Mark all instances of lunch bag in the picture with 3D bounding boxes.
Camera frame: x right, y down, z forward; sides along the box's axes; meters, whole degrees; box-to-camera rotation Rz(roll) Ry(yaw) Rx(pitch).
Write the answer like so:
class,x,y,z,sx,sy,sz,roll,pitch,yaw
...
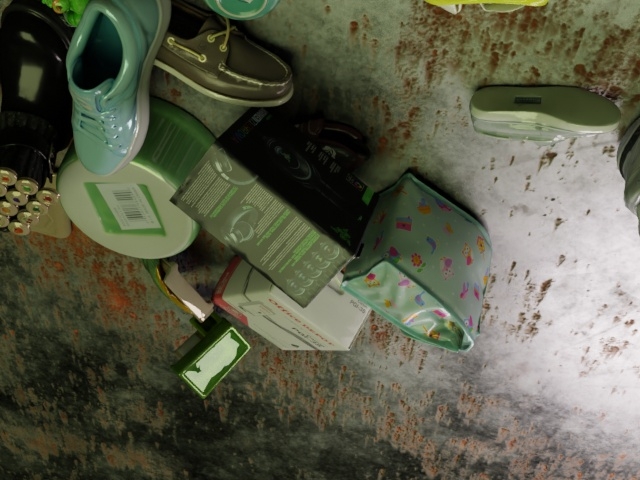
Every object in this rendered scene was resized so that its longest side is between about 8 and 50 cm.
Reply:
class,x,y,z,sx,sy,sz,roll,pitch,yaw
lunch bag,0.190,0.049,1.529,0.262,0.223,0.160,35,140,-21

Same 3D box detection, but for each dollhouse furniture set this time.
class,x,y,z,sx,sy,sz,roll,pitch,yaw
dollhouse furniture set,-0.314,0.153,1.788,0.197,0.151,0.301,32,162,50

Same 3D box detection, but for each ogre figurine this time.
class,x,y,z,sx,sy,sz,roll,pitch,yaw
ogre figurine,-0.389,-0.401,1.327,0.118,0.097,0.197,44,136,30

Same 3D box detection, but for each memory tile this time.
class,x,y,z,sx,sy,sz,roll,pitch,yaw
memory tile,-0.511,-0.062,1.425,0.113,0.012,0.148,29,134,-29

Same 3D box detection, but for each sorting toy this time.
class,x,y,z,sx,sy,sz,roll,pitch,yaw
sorting toy,-0.625,-0.096,1.787,0.208,0.038,0.193,11,138,0

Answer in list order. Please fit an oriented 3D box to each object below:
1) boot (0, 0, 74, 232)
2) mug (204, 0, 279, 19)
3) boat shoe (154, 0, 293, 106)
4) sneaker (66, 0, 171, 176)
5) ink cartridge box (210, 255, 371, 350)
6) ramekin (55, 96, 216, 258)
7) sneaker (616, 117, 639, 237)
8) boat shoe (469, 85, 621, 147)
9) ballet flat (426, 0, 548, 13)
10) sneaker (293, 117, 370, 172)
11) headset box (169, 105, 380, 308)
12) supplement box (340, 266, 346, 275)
class,x,y,z,sx,sy,sz,roll,pitch,yaw
boot,-0.510,-0.204,1.464,0.131,0.260,0.348,12,138,4
mug,-0.128,-0.382,1.244,0.158,0.097,0.129,-5,148,3
boat shoe,-0.189,-0.312,1.358,0.324,0.116,0.096,24,139,3
sneaker,-0.342,-0.234,1.311,0.135,0.150,0.365,29,128,10
ink cartridge box,-0.061,0.116,1.688,0.207,0.117,0.283,38,158,-20
ramekin,-0.336,-0.105,1.594,0.304,0.148,0.303,9,137,9
sneaker,0.540,-0.157,1.207,0.137,0.210,0.365,19,137,-2
boat shoe,0.348,-0.189,1.346,0.228,0.079,0.081,8,146,17
ballet flat,0.215,-0.355,1.214,0.231,0.077,0.077,3,152,13
sneaker,0.034,-0.099,1.516,0.163,0.106,0.281,-18,127,28
headset box,-0.054,-0.059,1.359,0.283,0.246,0.131,40,116,-5
supplement box,0.000,0.000,1.649,0.233,0.080,0.078,34,136,-15
